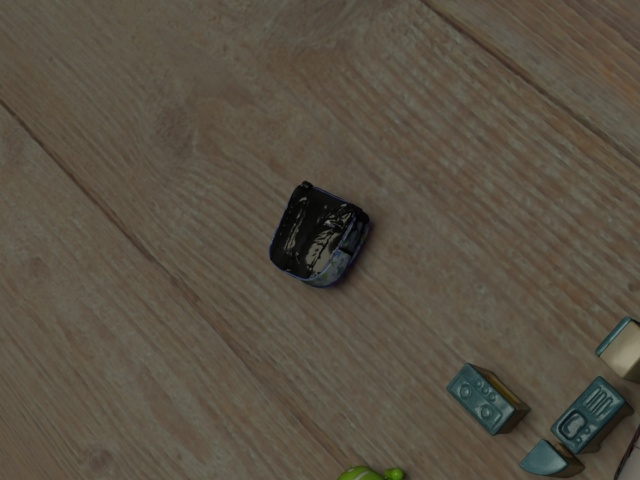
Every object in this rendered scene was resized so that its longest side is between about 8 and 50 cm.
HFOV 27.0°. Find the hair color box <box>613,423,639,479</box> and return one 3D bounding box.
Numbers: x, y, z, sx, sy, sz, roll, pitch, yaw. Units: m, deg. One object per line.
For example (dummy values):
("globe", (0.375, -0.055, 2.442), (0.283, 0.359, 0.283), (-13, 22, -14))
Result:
("hair color box", (0.441, 0.133, 1.292), (0.185, 0.113, 0.374), (26, 105, 12))

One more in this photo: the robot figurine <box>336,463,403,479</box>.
("robot figurine", (0.062, 0.312, 1.570), (0.115, 0.067, 0.101), (33, 68, 32))

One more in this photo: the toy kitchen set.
("toy kitchen set", (0.257, 0.142, 1.466), (0.207, 0.122, 0.166), (-50, 60, 10))

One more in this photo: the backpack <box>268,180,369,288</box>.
("backpack", (0.000, 0.000, 1.669), (0.105, 0.084, 0.114), (26, 87, 32))
